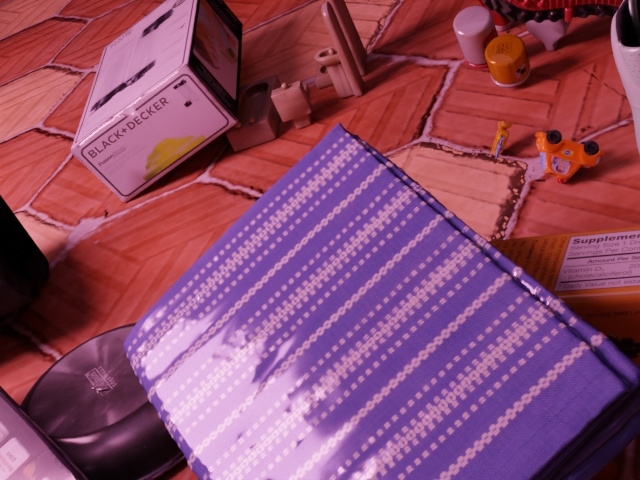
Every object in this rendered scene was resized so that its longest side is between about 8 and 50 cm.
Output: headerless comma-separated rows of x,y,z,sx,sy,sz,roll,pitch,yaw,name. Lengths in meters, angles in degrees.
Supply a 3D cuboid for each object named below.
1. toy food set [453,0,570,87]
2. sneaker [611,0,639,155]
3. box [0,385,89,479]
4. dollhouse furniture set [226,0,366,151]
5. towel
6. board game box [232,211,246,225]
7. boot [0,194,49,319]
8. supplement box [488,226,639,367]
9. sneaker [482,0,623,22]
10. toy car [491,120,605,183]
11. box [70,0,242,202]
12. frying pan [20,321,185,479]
0.215,-0.238,1.141,0.111,0.104,0.232,12,64,28,toy food set
0.302,-0.169,0.880,0.094,0.151,0.256,-5,35,34,sneaker
-0.320,0.226,0.746,0.318,0.097,0.395,-44,34,-15,box
-0.043,-0.204,1.216,0.151,0.123,0.144,-17,31,15,dollhouse furniture set
0.019,0.082,0.708,0.243,0.040,0.336,-44,44,1,towel
0.000,0.000,0.963,0.168,0.033,0.133,13,42,40,board game box
-0.466,0.134,0.995,0.445,0.146,0.367,-24,28,-4,boot
0.152,0.047,0.731,0.233,0.078,0.080,-4,34,31,supplement box
0.280,-0.273,1.022,0.261,0.104,0.125,6,62,6,sneaker
0.191,-0.073,0.946,0.122,0.060,0.041,-149,76,-74,toy car
-0.182,-0.184,1.291,0.169,0.087,0.290,-34,27,16,box
-0.221,0.151,0.882,0.326,0.053,0.197,-21,30,2,frying pan
